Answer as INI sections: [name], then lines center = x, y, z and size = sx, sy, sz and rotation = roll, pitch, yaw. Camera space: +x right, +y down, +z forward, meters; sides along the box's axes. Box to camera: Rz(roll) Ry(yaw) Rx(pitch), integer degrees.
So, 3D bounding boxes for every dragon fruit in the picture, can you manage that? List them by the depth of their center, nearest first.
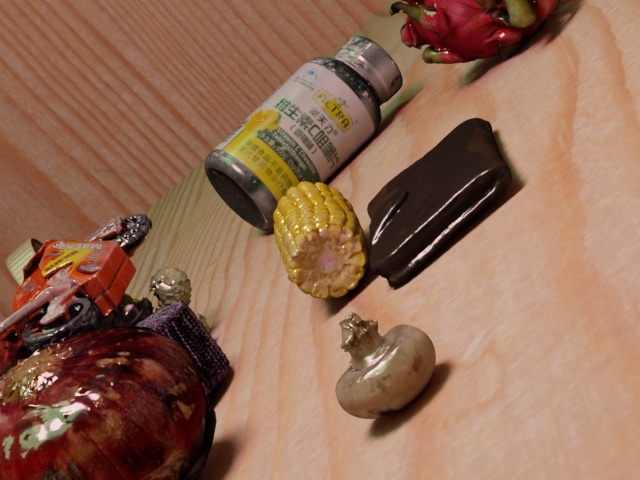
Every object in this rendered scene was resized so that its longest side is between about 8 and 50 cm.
[dragon fruit]
center = 0.205, -0.320, 2.157
size = 0.273, 0.218, 0.198
rotation = -17, 64, 57

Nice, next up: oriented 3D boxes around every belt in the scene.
[belt]
center = -0.235, 0.183, 1.853
size = 0.325, 0.122, 0.260
rotation = -29, 8, 44

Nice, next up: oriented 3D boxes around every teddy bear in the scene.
[teddy bear]
center = -0.231, 0.127, 2.079
size = 0.213, 0.111, 0.133
rotation = -23, 51, 5

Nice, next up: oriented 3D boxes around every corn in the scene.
[corn]
center = 0.000, 0.000, 1.805
size = 0.093, 0.093, 0.244
rotation = -41, 14, 5

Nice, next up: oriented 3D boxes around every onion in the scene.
[onion]
center = -0.210, 0.185, 1.552
size = 0.246, 0.190, 0.246
rotation = -24, 29, 14

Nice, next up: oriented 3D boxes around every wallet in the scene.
[wallet]
center = 0.114, -0.048, 1.729
size = 0.165, 0.042, 0.309
rotation = -38, 10, 10

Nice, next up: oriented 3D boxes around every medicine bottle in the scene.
[medicine bottle]
center = -0.016, -0.156, 2.397
size = 0.293, 0.141, 0.141
rotation = -45, 10, -18

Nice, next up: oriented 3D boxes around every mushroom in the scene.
[mushroom]
center = 0.041, 0.090, 1.297
size = 0.085, 0.079, 0.085
rotation = -38, 13, 11

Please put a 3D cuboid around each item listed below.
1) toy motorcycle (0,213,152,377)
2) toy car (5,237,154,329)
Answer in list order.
[toy motorcycle]
center = -0.291, 0.064, 2.000
size = 0.171, 0.089, 0.298
rotation = -17, 23, 21
[toy car]
center = -0.325, 0.092, 2.226
size = 0.145, 0.235, 0.235
rotation = -42, 10, 0
